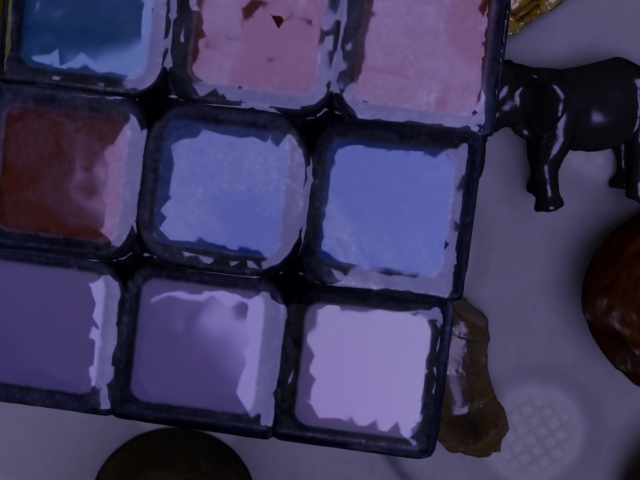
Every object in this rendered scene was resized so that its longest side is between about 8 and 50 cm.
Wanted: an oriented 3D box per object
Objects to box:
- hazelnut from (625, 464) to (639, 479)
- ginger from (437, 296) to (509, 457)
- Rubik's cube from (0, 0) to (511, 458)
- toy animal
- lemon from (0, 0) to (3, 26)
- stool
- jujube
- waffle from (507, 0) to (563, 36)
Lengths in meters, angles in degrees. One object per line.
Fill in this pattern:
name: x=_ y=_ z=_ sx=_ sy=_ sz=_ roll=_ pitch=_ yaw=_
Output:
hazelnut: x=0.410 y=0.289 z=1.279 sx=0.182 sy=0.182 sz=0.182 roll=-1 pitch=102 yaw=-6
ginger: x=0.142 y=0.144 z=1.259 sx=0.095 sy=0.069 sz=0.190 roll=-24 pitch=104 yaw=-23
Rubik's cube: x=-0.054 y=-0.046 z=0.979 sx=0.362 sy=0.363 sz=0.358 roll=8 pitch=97 yaw=0
toy animal: x=0.233 y=-0.108 z=1.202 sx=0.245 sy=0.114 sz=0.146 roll=-11 pitch=111 yaw=-26
lemon: x=-0.346 y=-0.088 z=1.066 sx=0.236 sy=0.236 sz=0.263 roll=4 pitch=103 yaw=-7
stool: x=-0.141 y=0.306 z=1.162 sx=0.179 sy=0.264 sz=0.179 roll=-1 pitch=102 yaw=-6
jujube: x=0.384 y=0.035 z=1.212 sx=0.255 sy=0.190 sz=0.190 roll=-40 pitch=104 yaw=-4
waffle: x=0.077 y=-0.232 z=1.173 sx=0.310 sy=0.065 sz=0.283 roll=9 pitch=99 yaw=-4
